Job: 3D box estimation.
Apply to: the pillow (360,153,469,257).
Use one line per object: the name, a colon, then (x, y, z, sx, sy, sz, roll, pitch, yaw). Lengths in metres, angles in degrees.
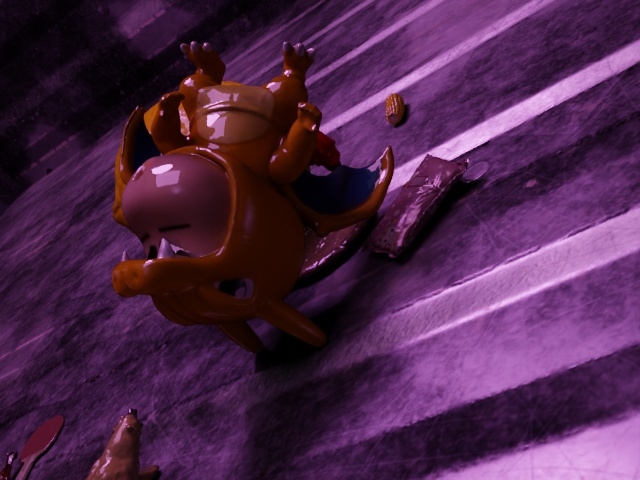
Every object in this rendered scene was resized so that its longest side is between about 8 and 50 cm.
pillow: (0.133, -0.049, 1.220, 0.185, 0.043, 0.118, -54, 23, -12)

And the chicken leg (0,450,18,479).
chicken leg: (-0.518, 0.396, 1.414, 0.062, 0.037, 0.145, -55, 19, 5)

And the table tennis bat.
table tennis bat: (-0.480, 0.355, 1.476, 0.087, 0.013, 0.156, -29, 23, 21)

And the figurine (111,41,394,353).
figurine: (-0.092, -0.064, 1.174, 0.268, 0.400, 0.387, 116, 163, -68)

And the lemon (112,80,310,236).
lemon: (-0.179, -0.106, 1.479, 0.336, 0.336, 0.336, -33, 23, 16)

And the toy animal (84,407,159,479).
toy animal: (-0.272, 0.322, 1.081, 0.219, 0.101, 0.103, -48, 21, -19)

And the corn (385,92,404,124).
corn: (0.135, -0.241, 1.593, 0.037, 0.037, 0.092, -30, 23, 23)

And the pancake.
pancake: (0.001, 0.001, 1.366, 0.199, 0.021, 0.199, -34, 21, 15)
